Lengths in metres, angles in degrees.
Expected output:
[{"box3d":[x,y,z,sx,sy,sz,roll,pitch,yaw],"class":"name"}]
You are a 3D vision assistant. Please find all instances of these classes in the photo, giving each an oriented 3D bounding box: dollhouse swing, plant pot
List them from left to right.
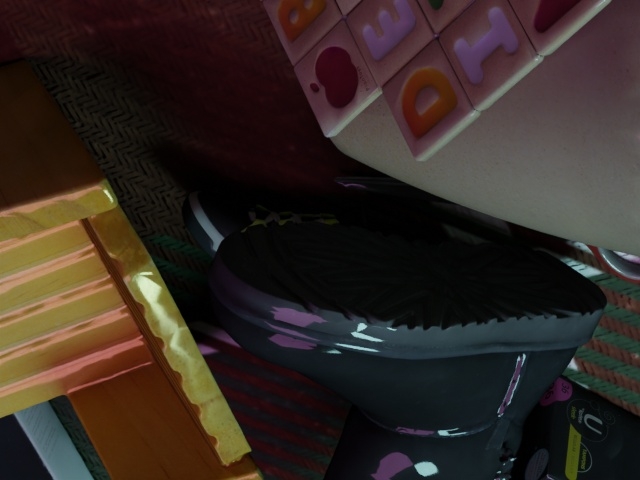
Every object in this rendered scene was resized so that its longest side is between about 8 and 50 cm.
[{"box3d":[-0.279,0.089,1.272,0.305,0.315,0.347,-29,128,-9],"class":"dollhouse swing"},{"box3d":[0.142,-0.114,1.050,0.274,0.256,0.256,3,134,32],"class":"plant pot"}]

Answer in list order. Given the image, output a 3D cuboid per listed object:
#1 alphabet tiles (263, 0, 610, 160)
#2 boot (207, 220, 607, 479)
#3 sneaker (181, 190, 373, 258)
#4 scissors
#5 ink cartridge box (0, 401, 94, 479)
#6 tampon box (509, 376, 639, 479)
[{"box3d":[0.073,-0.228,0.957,0.011,0.285,0.342,-5,152,-45],"class":"alphabet tiles"},{"box3d":[0.010,0.216,1.244,0.367,0.146,0.445,6,117,-35],"class":"boot"},{"box3d":[0.000,0.000,1.300,0.235,0.084,0.097,27,108,-13],"class":"sneaker"},{"box3d":[0.164,-0.040,1.247,0.297,0.021,0.109,18,136,-1],"class":"scissors"},{"box3d":[-0.369,0.153,1.530,0.176,0.069,0.371,-6,128,19],"class":"ink cartridge box"},{"box3d":[0.205,0.226,1.407,0.101,0.120,0.161,28,132,-13],"class":"tampon box"}]
